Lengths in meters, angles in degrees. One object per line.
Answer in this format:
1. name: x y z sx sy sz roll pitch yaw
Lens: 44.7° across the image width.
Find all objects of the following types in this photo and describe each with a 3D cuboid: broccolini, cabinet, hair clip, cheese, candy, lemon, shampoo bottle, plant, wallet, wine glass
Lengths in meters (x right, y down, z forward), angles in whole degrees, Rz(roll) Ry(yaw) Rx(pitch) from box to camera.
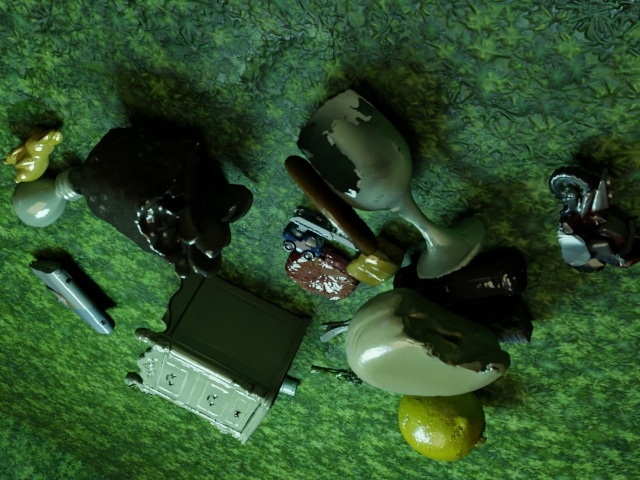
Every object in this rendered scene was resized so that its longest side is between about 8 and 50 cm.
1. broccolini: 0.036 0.308 1.809 0.140 0.030 0.035 9 134 29
2. cabinet: -0.236 0.252 1.724 0.318 0.227 0.290 27 145 -2
3. hair clip: 0.045 0.189 1.639 0.115 0.039 0.030 -21 130 43
4. cheese: 0.177 0.179 1.324 0.266 0.127 0.233 21 149 -26
5. candy: 0.235 0.149 1.451 0.312 0.061 0.088 -4 137 33
6. lemon: 0.251 0.373 1.636 0.206 0.173 0.173 0 138 46
7. shampoo bottle: -0.148 0.339 1.942 0.190 0.041 0.069 19 139 8
8. plant: -0.262 -0.077 1.347 0.276 0.199 0.188 26 149 10
9. wallet: -0.613 0.132 1.934 0.170 0.069 0.231 12 143 48
10. wine glass: 0.108 -0.080 1.176 0.321 0.143 0.143 42 142 -20

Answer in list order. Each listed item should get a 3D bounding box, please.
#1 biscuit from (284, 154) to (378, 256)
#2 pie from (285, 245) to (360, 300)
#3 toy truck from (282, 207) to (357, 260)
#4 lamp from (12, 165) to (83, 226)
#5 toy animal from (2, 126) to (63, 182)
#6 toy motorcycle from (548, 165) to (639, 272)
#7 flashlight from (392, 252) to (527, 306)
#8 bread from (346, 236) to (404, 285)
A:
1. biscuit: 0.018 -0.058 1.230 0.036 0.212 0.212 -42 116 6
2. pie: 0.004 0.063 1.499 0.153 0.038 0.153 15 144 11
3. toy truck: 0.000 0.000 1.409 0.136 0.063 0.074 26 125 -6
4. lamp: -0.548 -0.093 1.584 0.193 0.106 0.106 -18 127 35
5. toy animal: -0.543 -0.180 1.507 0.159 0.083 0.070 -37 85 40
6. toy motorcycle: 0.398 -0.022 1.114 0.122 0.082 0.213 2 140 30
7. flashlight: 0.239 0.069 1.334 0.232 0.093 0.093 -14 130 35
8. bread: 0.098 0.042 1.395 0.074 0.053 0.132 32 155 -8
